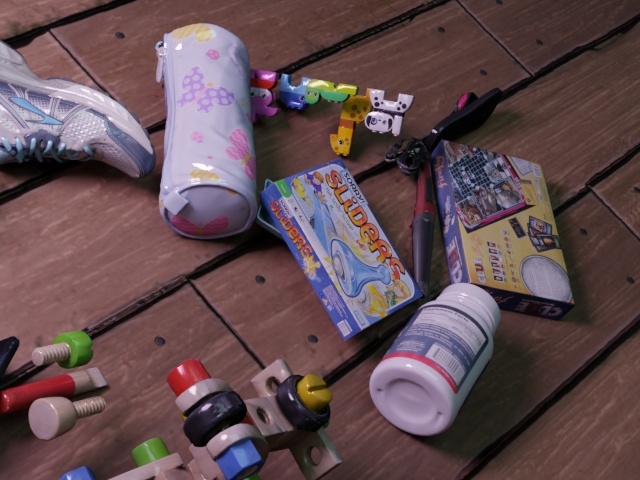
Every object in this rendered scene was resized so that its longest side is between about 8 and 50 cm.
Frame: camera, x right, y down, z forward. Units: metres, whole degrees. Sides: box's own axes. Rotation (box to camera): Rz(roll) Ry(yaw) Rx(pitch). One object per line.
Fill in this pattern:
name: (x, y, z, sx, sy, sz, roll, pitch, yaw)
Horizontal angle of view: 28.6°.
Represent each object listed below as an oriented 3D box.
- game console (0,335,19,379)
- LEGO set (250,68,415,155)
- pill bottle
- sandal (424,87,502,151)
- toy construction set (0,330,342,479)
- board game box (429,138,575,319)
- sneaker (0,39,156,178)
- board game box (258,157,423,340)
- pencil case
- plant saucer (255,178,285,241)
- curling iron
game console: (-0.367, 0.131, 1.210, 0.071, 0.107, 0.122, 49, 40, -28)
LEGO set: (0.009, -0.162, 1.648, 0.227, 0.093, 0.087, 11, 8, 12)
pill bottle: (0.141, 0.133, 1.473, 0.108, 0.108, 0.180, 38, 45, 3)
sandal: (0.200, -0.182, 1.792, 0.040, 0.067, 0.179, 41, 47, 21)
toy construction set: (-0.129, 0.195, 1.234, 0.309, 0.257, 0.237, 31, 22, 27)
board game box: (0.242, -0.017, 1.697, 0.165, 0.042, 0.243, 12, 50, -22)
sneaker: (-0.328, -0.125, 1.434, 0.283, 0.110, 0.122, 26, 64, -6)
board game box: (0.026, 0.007, 1.509, 0.136, 0.035, 0.201, -25, 82, -50)
pencil case: (-0.139, -0.135, 1.518, 0.124, 0.113, 0.273, 34, 39, -43)
plant saucer: (0.000, 0.000, 1.532, 0.192, 0.018, 0.067, 32, 44, -22)
curling iron: (0.122, -0.031, 1.644, 0.068, 0.035, 0.274, 13, 49, -17)
